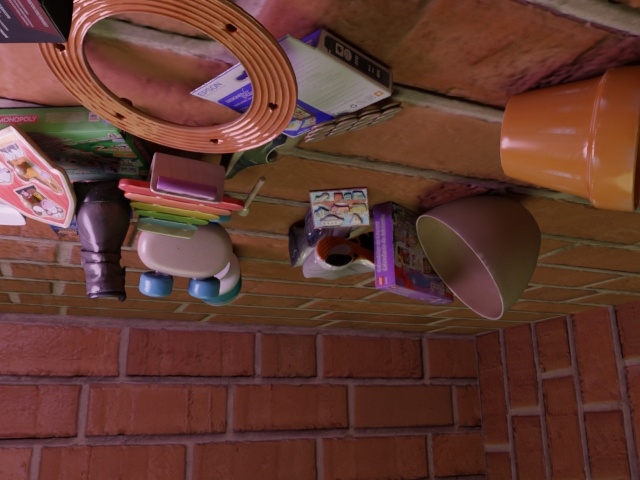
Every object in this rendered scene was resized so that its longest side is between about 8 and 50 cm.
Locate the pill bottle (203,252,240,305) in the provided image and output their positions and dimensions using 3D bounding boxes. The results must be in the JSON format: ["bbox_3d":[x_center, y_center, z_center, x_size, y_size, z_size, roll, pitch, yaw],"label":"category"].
[{"bbox_3d":[-0.304,0.100,1.802,0.146,0.146,0.264,1,164,-6],"label":"pill bottle"}]

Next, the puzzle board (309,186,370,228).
[{"bbox_3d":[0.043,-0.070,1.369,0.128,0.011,0.096,-3,123,8],"label":"puzzle board"}]

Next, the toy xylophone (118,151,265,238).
[{"bbox_3d":[-0.228,-0.073,1.117,0.236,0.081,0.323,8,166,-11],"label":"toy xylophone"}]

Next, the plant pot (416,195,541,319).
[{"bbox_3d":[0.379,0.009,1.391,0.191,0.284,0.284,-35,168,-11],"label":"plant pot"}]

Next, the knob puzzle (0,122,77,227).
[{"bbox_3d":[-0.485,-0.087,1.012,0.213,0.030,0.213,12,138,11],"label":"knob puzzle"}]

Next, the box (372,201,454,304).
[{"bbox_3d":[0.233,0.039,1.524,0.057,0.201,0.293,-13,159,36],"label":"box"}]

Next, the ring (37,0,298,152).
[{"bbox_3d":[-0.193,-0.220,0.800,0.336,0.032,0.337,9,155,4],"label":"ring"}]

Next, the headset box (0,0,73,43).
[{"bbox_3d":[-0.373,-0.279,0.547,0.293,0.110,0.218,-1,164,-1],"label":"headset box"}]

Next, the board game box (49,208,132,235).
[{"bbox_3d":[-0.537,-0.057,1.402,0.194,0.060,0.194,6,164,-24],"label":"board game box"}]

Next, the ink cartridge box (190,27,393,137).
[{"bbox_3d":[-0.041,-0.224,0.875,0.206,0.045,0.208,-15,160,41],"label":"ink cartridge box"}]

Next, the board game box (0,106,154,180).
[{"bbox_3d":[-0.472,-0.160,1.071,0.317,0.046,0.213,-1,163,0],"label":"board game box"}]

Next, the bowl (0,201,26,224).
[{"bbox_3d":[-0.712,-0.079,1.324,0.141,0.053,0.142,3,164,-12],"label":"bowl"}]

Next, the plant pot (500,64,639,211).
[{"bbox_3d":[0.378,-0.152,0.919,0.187,0.205,0.205,8,170,31],"label":"plant pot"}]

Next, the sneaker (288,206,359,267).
[{"bbox_3d":[0.000,0.000,1.554,0.129,0.111,0.297,0,165,-22],"label":"sneaker"}]

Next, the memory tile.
[{"bbox_3d":[0.050,-0.185,0.973,0.148,0.012,0.113,-16,-179,-9],"label":"memory tile"}]

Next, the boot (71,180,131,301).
[{"bbox_3d":[-0.417,-0.002,1.182,0.118,0.223,0.338,-3,-174,-11],"label":"boot"}]

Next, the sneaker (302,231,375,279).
[{"bbox_3d":[0.068,0.045,1.493,0.262,0.099,0.121,3,152,-37],"label":"sneaker"}]

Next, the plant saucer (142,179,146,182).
[{"bbox_3d":[-0.329,-0.117,1.287,0.083,0.013,0.083,-2,164,0],"label":"plant saucer"}]

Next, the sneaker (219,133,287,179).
[{"bbox_3d":[-0.118,-0.151,1.086,0.086,0.064,0.192,11,158,-20],"label":"sneaker"}]

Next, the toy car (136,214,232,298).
[{"bbox_3d":[-0.331,-0.006,1.441,0.210,0.219,0.238,5,-167,-25],"label":"toy car"}]
